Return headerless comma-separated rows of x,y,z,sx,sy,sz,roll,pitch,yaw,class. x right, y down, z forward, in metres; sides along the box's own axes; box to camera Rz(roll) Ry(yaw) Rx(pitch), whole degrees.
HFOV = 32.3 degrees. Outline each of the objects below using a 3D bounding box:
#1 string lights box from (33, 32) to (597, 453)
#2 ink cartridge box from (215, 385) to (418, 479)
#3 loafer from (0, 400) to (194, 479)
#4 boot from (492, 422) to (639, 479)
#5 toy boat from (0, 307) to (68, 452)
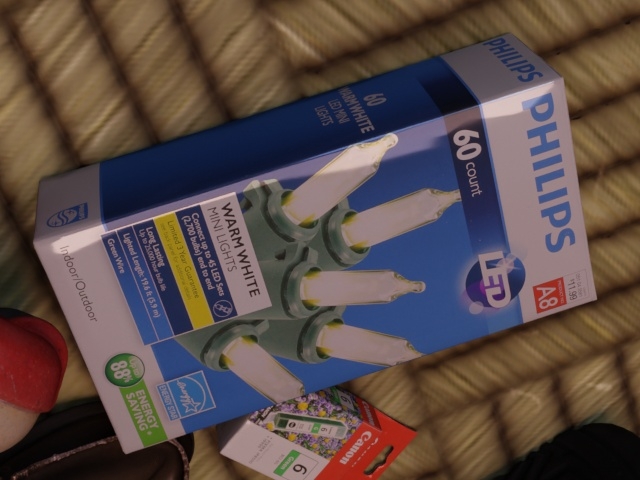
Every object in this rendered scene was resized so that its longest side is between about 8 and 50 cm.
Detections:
0.000,0.000,0.572,0.259,0.077,0.133,-18,119,-2,string lights box
0.001,0.121,0.665,0.115,0.029,0.063,32,107,-24,ink cartridge box
-0.163,0.158,0.601,0.220,0.078,0.080,-20,122,-23,loafer
0.134,0.305,0.735,0.348,0.131,0.260,-32,120,6,boot
-0.212,-0.008,0.507,0.231,0.151,0.151,31,78,-25,toy boat
